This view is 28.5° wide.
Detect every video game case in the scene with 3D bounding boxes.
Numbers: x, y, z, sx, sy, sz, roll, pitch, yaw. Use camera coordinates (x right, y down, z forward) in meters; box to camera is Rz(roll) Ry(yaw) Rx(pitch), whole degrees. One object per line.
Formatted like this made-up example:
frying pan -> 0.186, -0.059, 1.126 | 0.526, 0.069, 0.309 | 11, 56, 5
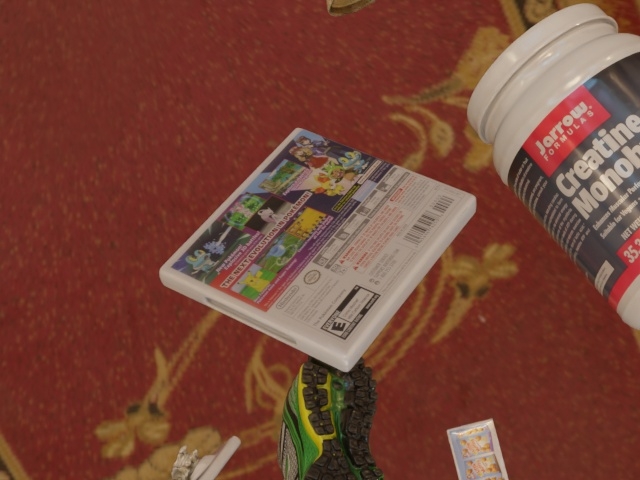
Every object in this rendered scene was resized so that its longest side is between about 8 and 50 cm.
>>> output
video game case -> 0.000, 0.000, 1.032 | 0.201, 0.183, 0.023 | -49, 149, -32

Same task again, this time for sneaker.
sneaker -> 0.014, 0.316, 1.629 | 0.134, 0.343, 0.146 | 11, 144, -16

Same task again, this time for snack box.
snack box -> 0.219, 0.329, 1.661 | 0.064, 0.022, 0.178 | -15, 83, 5

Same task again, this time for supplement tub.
supplement tub -> 0.285, -0.070, 1.182 | 0.191, 0.191, 0.272 | -38, 68, 1

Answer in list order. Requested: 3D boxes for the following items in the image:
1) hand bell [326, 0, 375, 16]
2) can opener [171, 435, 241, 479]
hand bell -> -0.008, -0.350, 1.213 | 0.126, 0.126, 0.242 | -35, 83, 0
can opener -> -0.113, 0.228, 0.926 | 0.093, 0.280, 0.074 | 45, 113, 3
